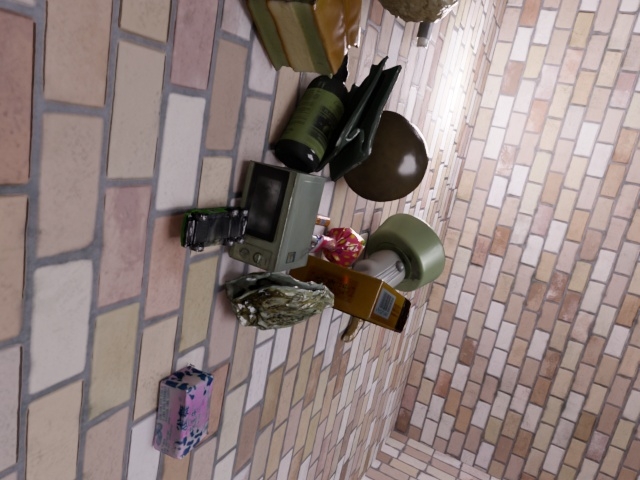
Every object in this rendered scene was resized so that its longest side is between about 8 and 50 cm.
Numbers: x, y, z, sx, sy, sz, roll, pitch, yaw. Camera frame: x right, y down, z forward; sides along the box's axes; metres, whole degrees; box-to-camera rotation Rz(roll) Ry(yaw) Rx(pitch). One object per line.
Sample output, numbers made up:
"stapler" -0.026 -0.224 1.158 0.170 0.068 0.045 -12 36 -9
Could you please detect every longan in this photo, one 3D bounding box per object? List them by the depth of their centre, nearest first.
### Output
"longan" 0.177 -0.233 1.354 0.258 0.258 0.258 -46 145 -46

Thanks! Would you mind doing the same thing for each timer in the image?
"timer" 0.242 0.094 1.726 0.315 0.290 0.291 -33 137 -33

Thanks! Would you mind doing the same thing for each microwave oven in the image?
"microwave oven" -0.092 -0.052 1.006 0.163 0.129 0.205 -5 111 -67

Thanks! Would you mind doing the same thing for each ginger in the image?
"ginger" 0.167 0.264 1.867 0.131 0.086 0.295 95 19 -84

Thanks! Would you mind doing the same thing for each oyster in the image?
"oyster" -0.090 0.129 1.087 0.267 0.198 0.112 45 28 -58

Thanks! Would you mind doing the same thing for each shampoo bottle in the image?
"shampoo bottle" -0.001 -0.291 1.075 0.284 0.101 0.101 -65 156 -17
"shampoo bottle" 0.360 -0.741 1.598 0.074 0.074 0.192 -21 125 -61

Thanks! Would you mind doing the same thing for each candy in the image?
"candy" -0.269 0.338 0.955 0.092 0.073 0.160 -22 125 -63
"candy" 0.000 0.000 1.309 0.365 0.124 0.124 15 93 -58

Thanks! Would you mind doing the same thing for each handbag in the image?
"handbag" 0.082 -0.283 1.146 0.260 0.079 0.247 -67 -168 -13

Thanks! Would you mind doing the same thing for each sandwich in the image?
"sandwich" -0.007 -0.446 0.892 0.227 0.155 0.198 -65 158 -16

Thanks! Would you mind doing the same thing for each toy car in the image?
"toy car" -0.195 -0.027 0.873 0.165 0.062 0.071 -15 118 -61

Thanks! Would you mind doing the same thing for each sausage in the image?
"sausage" -0.005 -0.057 1.319 0.107 0.031 0.031 10 97 -66

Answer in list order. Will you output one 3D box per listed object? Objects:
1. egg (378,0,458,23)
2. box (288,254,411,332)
"egg" 0.235 -0.664 1.128 0.310 0.279 0.279 13 95 -44
"box" 0.098 0.163 1.413 0.415 0.264 0.116 35 74 -64
